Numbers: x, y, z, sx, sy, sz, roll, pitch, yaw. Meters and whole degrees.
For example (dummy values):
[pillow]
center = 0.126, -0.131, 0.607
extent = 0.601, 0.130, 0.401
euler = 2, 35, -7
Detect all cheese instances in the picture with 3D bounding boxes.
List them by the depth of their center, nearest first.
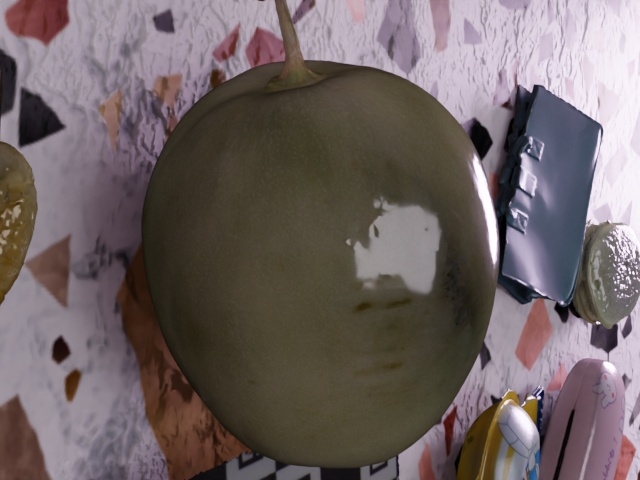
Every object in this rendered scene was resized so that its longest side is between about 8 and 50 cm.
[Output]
[cheese]
center = 0.200, 0.233, 1.313
extent = 0.270, 0.069, 0.177
euler = -29, 123, -64

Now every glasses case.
[glasses case]
center = 0.297, 0.283, 1.446
extent = 0.113, 0.075, 0.297
euler = 41, 61, -51

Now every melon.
[melon]
center = 0.003, 0.013, 0.870
extent = 0.272, 0.271, 0.308
euler = -59, 143, -30

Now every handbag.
[handbag]
center = 0.241, -0.048, 1.350
extent = 0.144, 0.057, 0.221
euler = 30, 71, -47

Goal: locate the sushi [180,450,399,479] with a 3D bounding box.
[sushi]
center = -0.041, 0.324, 1.007
extent = 0.343, 0.064, 0.359
euler = -14, 105, -56

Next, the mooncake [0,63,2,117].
[mooncake]
center = -0.275, -0.075, 0.592
extent = 0.228, 0.124, 0.228
euler = -15, 109, -49

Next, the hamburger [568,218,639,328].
[hamburger]
center = 0.341, 0.039, 1.488
extent = 0.140, 0.062, 0.133
euler = -16, 103, -50

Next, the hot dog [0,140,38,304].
[hot dog]
center = -0.236, 0.049, 0.689
extent = 0.073, 0.084, 0.243
euler = 54, 51, -40
